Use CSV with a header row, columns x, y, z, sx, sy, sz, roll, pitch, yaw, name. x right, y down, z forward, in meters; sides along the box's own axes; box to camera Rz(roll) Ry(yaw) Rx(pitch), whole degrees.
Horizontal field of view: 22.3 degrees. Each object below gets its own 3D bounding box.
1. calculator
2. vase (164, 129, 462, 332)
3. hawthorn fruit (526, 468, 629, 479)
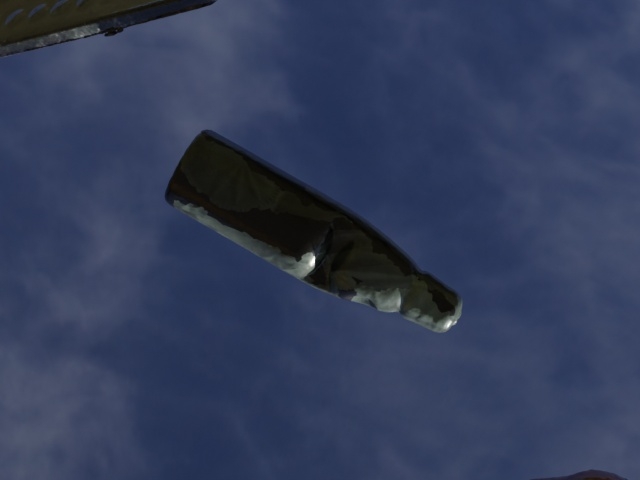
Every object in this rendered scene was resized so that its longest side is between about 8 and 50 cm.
x,y,z,sx,sy,sz,roll,pitch,yaw,name
-0.158,-0.218,1.268,0.262,0.021,0.161,-9,-132,33,calculator
0.000,0.000,1.083,0.211,0.060,0.060,29,-119,4,vase
0.215,0.288,1.317,0.200,0.179,0.179,52,-123,-29,hawthorn fruit
